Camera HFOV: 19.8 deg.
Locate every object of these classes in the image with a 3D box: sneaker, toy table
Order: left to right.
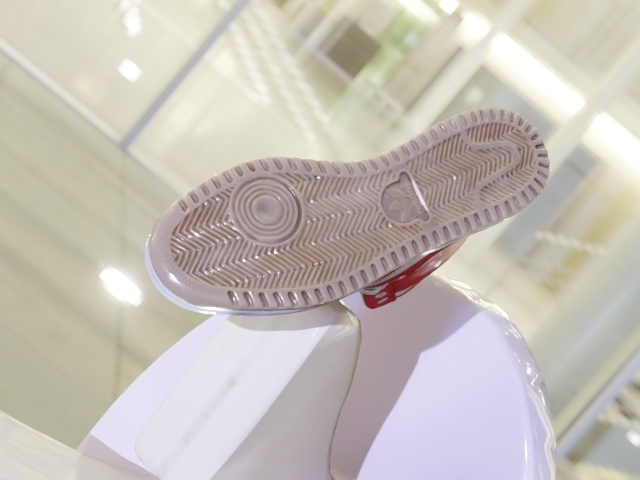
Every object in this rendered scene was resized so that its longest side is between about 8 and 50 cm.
[{"bbox_3d":[-0.050,0.124,0.597,0.252,0.274,0.161,29,6,25],"label":"toy table"},{"bbox_3d":[0.000,0.000,0.502,0.067,0.118,0.042,-37,-108,61],"label":"sneaker"}]
